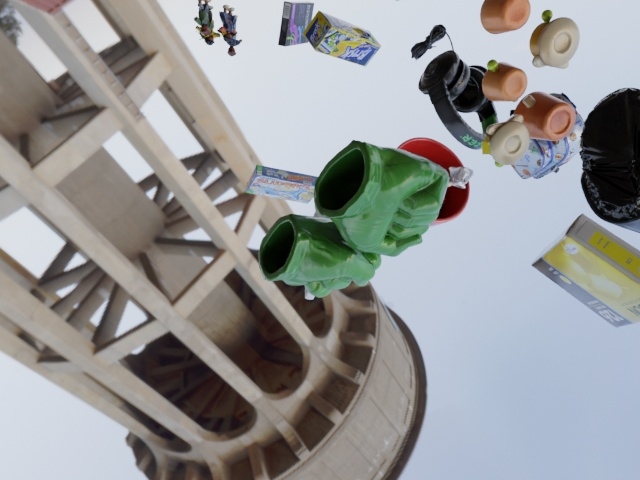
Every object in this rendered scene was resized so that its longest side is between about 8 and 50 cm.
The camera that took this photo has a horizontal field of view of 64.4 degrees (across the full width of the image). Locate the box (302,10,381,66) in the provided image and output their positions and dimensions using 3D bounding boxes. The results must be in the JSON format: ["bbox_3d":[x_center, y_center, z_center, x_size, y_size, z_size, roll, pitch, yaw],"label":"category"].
[{"bbox_3d":[0.047,-0.408,1.037,0.059,0.168,0.054,-46,-115,34],"label":"box"}]

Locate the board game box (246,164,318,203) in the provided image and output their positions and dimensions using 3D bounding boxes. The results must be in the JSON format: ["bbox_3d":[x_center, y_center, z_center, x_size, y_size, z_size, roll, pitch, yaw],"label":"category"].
[{"bbox_3d":[-0.110,-0.166,1.519,0.136,0.201,0.035,137,-42,-64],"label":"board game box"}]

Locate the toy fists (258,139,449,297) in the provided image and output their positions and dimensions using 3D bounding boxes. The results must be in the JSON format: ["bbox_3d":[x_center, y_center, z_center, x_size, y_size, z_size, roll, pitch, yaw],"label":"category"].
[{"bbox_3d":[0.042,-0.011,0.641,0.279,0.142,0.096,-45,-131,43],"label":"toy fists"}]

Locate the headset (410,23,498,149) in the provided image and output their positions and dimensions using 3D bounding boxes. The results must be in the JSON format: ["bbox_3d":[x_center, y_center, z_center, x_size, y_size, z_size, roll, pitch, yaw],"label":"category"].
[{"bbox_3d":[0.359,-0.424,1.415,0.185,0.243,0.394,-29,-116,44],"label":"headset"}]

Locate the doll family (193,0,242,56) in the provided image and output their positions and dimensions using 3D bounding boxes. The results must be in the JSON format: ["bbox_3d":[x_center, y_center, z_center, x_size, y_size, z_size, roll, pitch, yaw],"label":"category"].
[{"bbox_3d":[-0.271,-0.567,1.364,0.076,0.112,0.193,-2,-177,43],"label":"doll family"}]

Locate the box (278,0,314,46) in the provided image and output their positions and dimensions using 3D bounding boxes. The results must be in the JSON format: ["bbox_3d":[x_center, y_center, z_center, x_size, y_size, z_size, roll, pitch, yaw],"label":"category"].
[{"bbox_3d":[-0.068,-0.626,1.466,0.029,0.116,0.162,20,-150,14],"label":"box"}]

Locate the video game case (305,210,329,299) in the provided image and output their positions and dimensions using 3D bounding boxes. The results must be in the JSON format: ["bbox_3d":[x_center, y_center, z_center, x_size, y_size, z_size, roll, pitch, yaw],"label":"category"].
[{"bbox_3d":[0.000,0.000,1.071,0.022,0.173,0.190,11,-131,-12],"label":"video game case"}]

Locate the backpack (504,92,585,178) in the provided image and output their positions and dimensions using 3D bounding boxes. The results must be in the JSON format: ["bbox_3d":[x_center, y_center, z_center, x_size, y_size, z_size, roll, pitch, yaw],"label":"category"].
[{"bbox_3d":[0.730,-0.347,1.680,0.213,0.277,0.263,-36,174,-20],"label":"backpack"}]

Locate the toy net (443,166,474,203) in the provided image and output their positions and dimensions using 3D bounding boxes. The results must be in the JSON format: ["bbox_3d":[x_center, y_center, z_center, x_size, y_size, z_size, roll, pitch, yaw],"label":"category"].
[{"bbox_3d":[0.356,-0.146,1.502,0.232,0.122,0.045,-18,-142,47],"label":"toy net"}]

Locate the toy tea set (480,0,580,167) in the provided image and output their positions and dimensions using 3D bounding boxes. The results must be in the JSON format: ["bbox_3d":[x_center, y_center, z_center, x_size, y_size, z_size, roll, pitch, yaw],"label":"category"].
[{"bbox_3d":[0.384,-0.322,0.989,0.199,0.336,0.124,-15,-154,-10],"label":"toy tea set"}]

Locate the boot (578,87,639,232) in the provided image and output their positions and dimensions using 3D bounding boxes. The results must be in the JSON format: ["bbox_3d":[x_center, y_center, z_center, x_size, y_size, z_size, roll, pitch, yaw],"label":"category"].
[{"bbox_3d":[0.354,-0.106,0.508,0.094,0.207,0.247,-8,-115,55],"label":"boot"}]

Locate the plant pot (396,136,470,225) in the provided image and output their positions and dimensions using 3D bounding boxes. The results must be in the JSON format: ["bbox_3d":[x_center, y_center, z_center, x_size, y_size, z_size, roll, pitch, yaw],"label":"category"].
[{"bbox_3d":[0.291,-0.148,1.605,0.275,0.275,0.243,-54,-176,-24],"label":"plant pot"}]

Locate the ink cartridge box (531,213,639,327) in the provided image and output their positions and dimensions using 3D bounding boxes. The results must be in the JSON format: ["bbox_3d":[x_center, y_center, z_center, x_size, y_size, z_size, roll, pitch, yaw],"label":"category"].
[{"bbox_3d":[0.590,0.096,1.001,0.307,0.303,0.072,41,-94,18],"label":"ink cartridge box"}]
